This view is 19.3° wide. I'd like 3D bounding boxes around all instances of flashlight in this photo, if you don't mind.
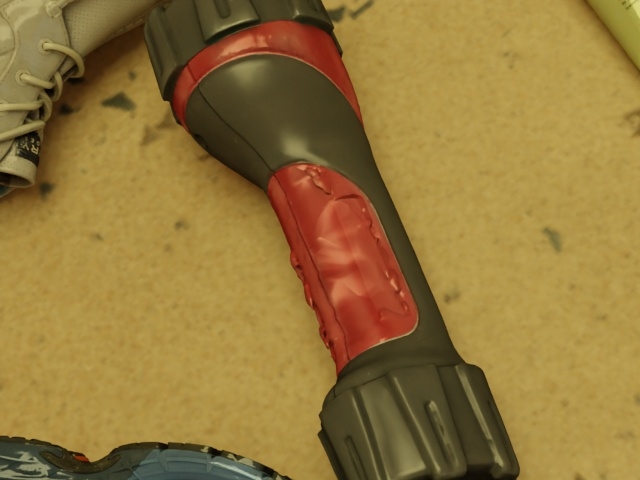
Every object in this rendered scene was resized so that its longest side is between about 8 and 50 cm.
[{"bbox_3d":[0.000,0.000,0.945,0.103,0.103,0.304,-20,61,-1],"label":"flashlight"}]

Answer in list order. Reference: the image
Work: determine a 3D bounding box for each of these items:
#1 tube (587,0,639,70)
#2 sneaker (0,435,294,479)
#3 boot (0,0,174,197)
[{"bbox_3d":[0.155,-0.172,1.032,0.240,0.062,0.070,51,125,22],"label":"tube"},{"bbox_3d":[-0.094,0.144,0.914,0.221,0.083,0.087,0,77,16],"label":"sneaker"},{"bbox_3d":[-0.163,-0.086,1.034,0.258,0.095,0.123,-22,68,9],"label":"boot"}]
